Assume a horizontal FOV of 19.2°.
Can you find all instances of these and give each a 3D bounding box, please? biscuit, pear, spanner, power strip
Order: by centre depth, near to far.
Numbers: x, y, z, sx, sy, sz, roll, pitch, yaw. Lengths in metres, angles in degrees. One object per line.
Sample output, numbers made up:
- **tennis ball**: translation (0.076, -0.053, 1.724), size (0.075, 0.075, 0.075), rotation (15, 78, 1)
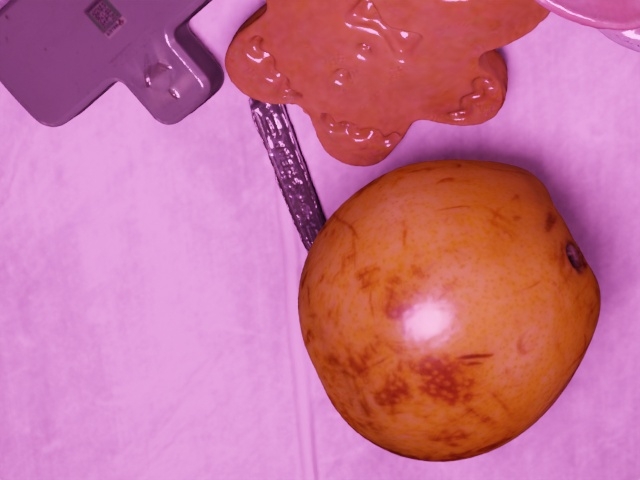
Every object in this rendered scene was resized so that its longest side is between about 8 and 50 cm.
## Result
- **biscuit**: translation (0.070, -0.211, 1.657), size (0.275, 0.052, 0.355), rotation (38, 128, -15)
- **pear**: translation (0.114, 0.061, 1.696), size (0.281, 0.280, 0.280), rotation (4, 114, 10)
- **power strip**: translation (-0.175, -0.198, 1.754), size (0.265, 0.059, 0.193), rotation (-38, 97, 24)
- **spanner**: translation (0.000, 0.000, 1.823), size (0.093, 0.026, 0.325), rotation (-15, 108, 17)

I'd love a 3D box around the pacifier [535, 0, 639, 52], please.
- **pacifier**: translation (0.286, -0.299, 1.467), size (0.332, 0.220, 0.273), rotation (-17, 142, 1)
